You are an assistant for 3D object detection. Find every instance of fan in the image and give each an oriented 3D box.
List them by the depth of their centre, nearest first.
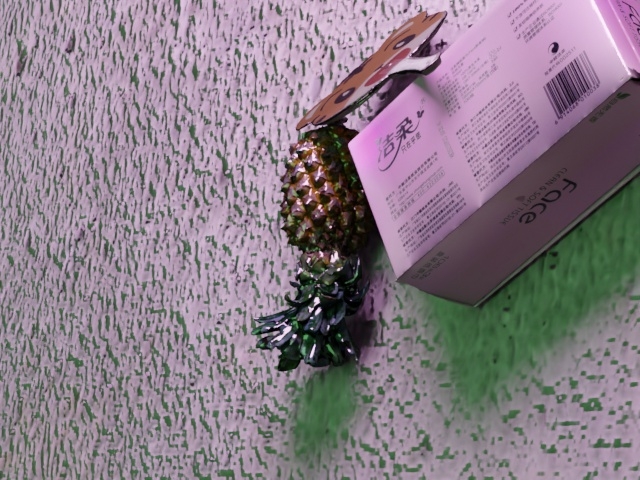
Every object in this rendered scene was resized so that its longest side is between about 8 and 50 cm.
[{"bbox_3d":[0.057,-0.138,1.467,0.152,0.008,0.226,-42,13,-10],"label":"fan"}]

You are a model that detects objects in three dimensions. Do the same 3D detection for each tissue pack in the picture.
[{"bbox_3d":[0.147,-0.085,1.381,0.246,0.092,0.148,-43,48,30],"label":"tissue pack"}]

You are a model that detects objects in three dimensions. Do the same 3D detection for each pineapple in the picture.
[{"bbox_3d":[0.000,0.000,1.525,0.103,0.083,0.221,-2,72,33],"label":"pineapple"}]
